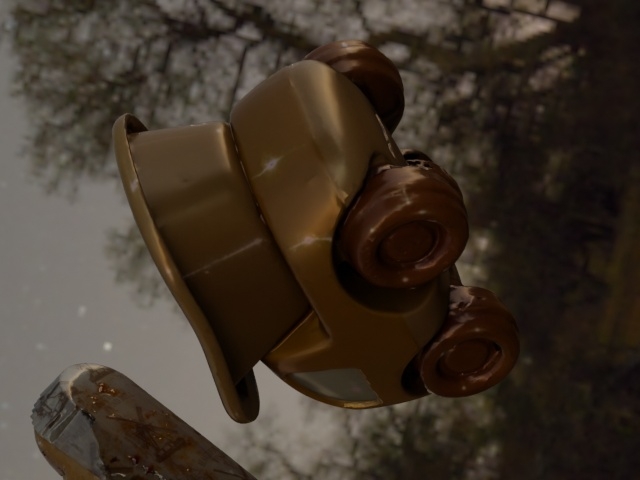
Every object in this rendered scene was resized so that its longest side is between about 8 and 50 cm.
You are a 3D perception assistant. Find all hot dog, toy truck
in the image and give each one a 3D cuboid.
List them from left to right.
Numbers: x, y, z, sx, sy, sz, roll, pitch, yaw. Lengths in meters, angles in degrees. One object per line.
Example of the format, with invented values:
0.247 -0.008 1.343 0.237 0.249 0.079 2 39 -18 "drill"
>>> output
-0.133 0.194 1.315 0.069 0.253 0.131 -61 -14 26 "hot dog"
0.000 0.000 1.115 0.288 0.212 0.204 62 -174 -46 "toy truck"
